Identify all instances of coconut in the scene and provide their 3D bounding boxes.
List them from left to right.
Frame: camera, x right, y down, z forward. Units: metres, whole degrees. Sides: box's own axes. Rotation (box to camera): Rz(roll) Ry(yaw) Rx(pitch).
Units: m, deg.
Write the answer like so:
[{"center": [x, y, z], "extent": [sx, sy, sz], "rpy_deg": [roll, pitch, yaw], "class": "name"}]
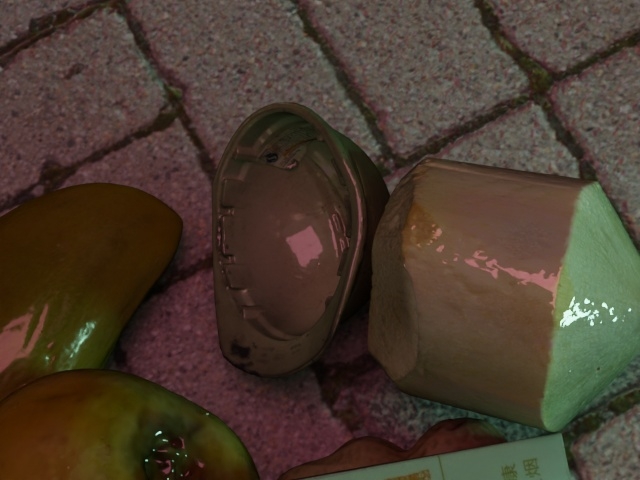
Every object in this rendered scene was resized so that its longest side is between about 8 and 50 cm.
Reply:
[{"center": [0.177, 0.047, 1.333], "extent": [0.244, 0.239, 0.239], "rpy_deg": [12, 70, 20], "class": "coconut"}]

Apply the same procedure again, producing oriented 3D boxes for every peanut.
[{"center": [0.064, 0.224, 1.357], "extent": [0.227, 0.086, 0.104], "rpy_deg": [-13, 63, 1], "class": "peanut"}]

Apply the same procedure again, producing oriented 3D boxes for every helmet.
[{"center": [0.002, 0.004, 1.432], "extent": [0.204, 0.137, 0.258], "rpy_deg": [-5, 81, 45], "class": "helmet"}]

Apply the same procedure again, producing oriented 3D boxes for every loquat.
[{"center": [-0.192, 0.251, 1.287], "extent": [0.274, 0.275, 0.275], "rpy_deg": [-3, 67, 7], "class": "loquat"}]

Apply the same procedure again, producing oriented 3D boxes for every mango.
[{"center": [-0.287, 0.070, 1.446], "extent": [0.195, 0.142, 0.332], "rpy_deg": [26, 66, 13], "class": "mango"}]

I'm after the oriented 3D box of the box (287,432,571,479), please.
[{"center": [0.062, 0.284, 1.230], "extent": [0.365, 0.051, 0.205], "rpy_deg": [-5, 80, -29], "class": "box"}]
